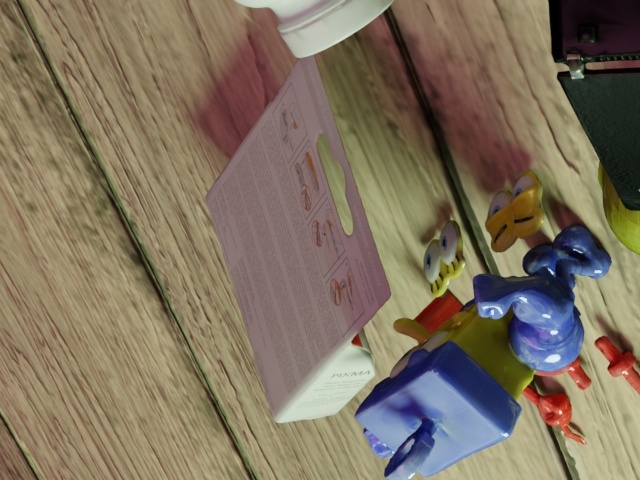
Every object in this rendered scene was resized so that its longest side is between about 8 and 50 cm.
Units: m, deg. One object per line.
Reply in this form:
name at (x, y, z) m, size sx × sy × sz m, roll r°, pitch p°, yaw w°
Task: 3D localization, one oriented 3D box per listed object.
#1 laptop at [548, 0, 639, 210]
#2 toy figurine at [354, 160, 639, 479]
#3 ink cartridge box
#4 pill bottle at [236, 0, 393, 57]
laptop at (0.240, -0.132, 0.891) m, size 0.234 × 0.136 × 0.264 m, roll -1°, pitch 102°, yaw 23°
toy figurine at (0.133, 0.085, 1.120) m, size 0.191 × 0.217 × 0.362 m, roll 49°, pitch 147°, yaw -3°
ink cartridge box at (0.000, 0.000, 1.256) m, size 0.232 × 0.066 × 0.189 m, roll -47°, pitch 55°, yaw 54°
pill bottle at (-0.032, -0.207, 1.106) m, size 0.103 × 0.103 × 0.184 m, roll -11°, pitch 116°, yaw 53°
